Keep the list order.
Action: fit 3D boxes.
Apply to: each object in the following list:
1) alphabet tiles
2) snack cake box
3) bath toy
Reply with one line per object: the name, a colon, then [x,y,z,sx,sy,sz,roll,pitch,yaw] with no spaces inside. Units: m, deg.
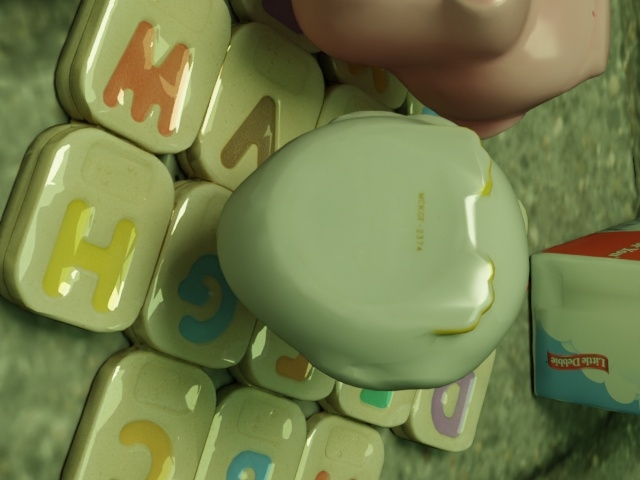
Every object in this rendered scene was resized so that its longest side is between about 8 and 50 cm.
alphabet tiles: [0.000,0.000,0.461,0.284,0.021,0.277,27,76,-43]
snack cake box: [0.264,0.030,0.630,0.264,0.152,0.089,-14,105,-42]
bath toy: [0.054,-0.108,0.416,0.129,0.152,0.348,100,2,-75]
